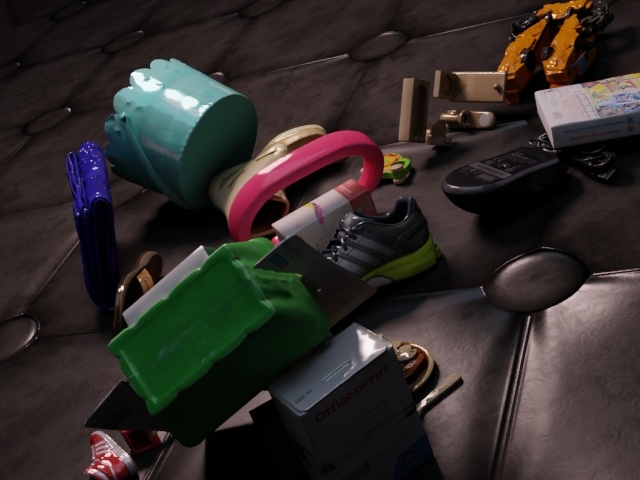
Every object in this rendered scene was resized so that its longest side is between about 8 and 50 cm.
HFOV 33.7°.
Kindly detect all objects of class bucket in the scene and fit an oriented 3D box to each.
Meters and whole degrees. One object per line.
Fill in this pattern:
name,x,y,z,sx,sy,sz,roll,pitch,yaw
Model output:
bucket,-0.267,-0.204,2.077,0.183,0.281,0.281,27,52,25

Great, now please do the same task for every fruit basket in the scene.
fruit basket,-0.102,0.127,1.329,0.327,0.165,0.353,-41,-16,7

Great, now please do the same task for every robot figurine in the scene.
robot figurine,0.452,-0.377,2.058,0.211,0.085,0.291,-1,37,34

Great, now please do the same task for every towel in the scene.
towel,-0.424,-0.033,1.964,0.076,0.227,0.308,-6,26,-13

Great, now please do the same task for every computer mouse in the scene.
computer mouse,0.325,-0.095,1.709,0.272,0.072,0.188,-18,25,-17

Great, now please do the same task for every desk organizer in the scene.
desk organizer,-0.049,0.262,1.397,0.050,0.047,0.130,-29,29,-5

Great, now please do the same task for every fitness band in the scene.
fitness band,-0.019,-0.068,1.756,0.291,0.209,0.054,-30,55,-14

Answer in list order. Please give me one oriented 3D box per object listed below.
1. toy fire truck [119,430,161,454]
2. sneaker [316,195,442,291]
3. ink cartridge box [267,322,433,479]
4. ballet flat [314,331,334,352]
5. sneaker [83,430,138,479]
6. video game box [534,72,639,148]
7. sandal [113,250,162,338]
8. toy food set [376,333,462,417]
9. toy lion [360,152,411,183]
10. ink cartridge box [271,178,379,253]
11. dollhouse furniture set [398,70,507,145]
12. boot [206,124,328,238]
toy fire truck,-0.222,0.225,1.579,0.192,0.047,0.135,-31,30,-15
sneaker,0.040,0.023,1.623,0.300,0.121,0.111,-25,22,-21
ink cartridge box,0.039,0.217,1.258,0.140,0.190,0.082,-34,34,-19
ballet flat,-0.052,0.146,1.581,0.203,0.074,0.074,4,39,49
sneaker,-0.315,0.316,1.501,0.067,0.042,0.118,-35,33,-26
video game box,0.469,-0.221,1.780,0.187,0.048,0.205,-12,23,9
sandal,-0.309,0.094,1.845,0.060,0.090,0.219,8,30,10
toy food set,0.091,0.177,1.445,0.132,0.038,0.192,-37,32,-23
toy lion,0.124,-0.136,1.952,0.100,0.034,0.096,-3,28,32
ink cartridge box,0.000,0.000,1.722,0.198,0.115,0.067,-30,31,-13
dollhouse furniture set,0.242,-0.244,1.927,0.123,0.144,0.151,8,6,43
boot,-0.076,-0.109,1.977,0.262,0.095,0.203,-28,29,-5
